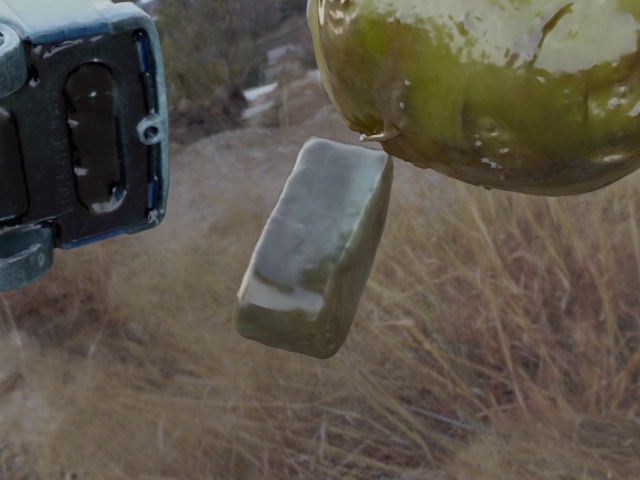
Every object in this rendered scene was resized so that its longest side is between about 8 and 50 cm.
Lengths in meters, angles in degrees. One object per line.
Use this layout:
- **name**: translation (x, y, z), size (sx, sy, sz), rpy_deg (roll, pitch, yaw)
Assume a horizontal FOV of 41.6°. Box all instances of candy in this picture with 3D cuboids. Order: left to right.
- **candy**: translation (0.000, 0.000, 0.827), size (0.104, 0.102, 0.234), rpy_deg (14, 50, 12)

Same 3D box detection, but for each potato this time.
- **potato**: translation (0.121, -0.122, 0.585), size (0.300, 0.246, 0.196), rpy_deg (-11, 59, 27)

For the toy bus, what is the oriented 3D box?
- **toy bus**: translation (-0.256, -0.060, 0.449), size (0.312, 0.152, 0.190), rpy_deg (-19, 42, -28)
